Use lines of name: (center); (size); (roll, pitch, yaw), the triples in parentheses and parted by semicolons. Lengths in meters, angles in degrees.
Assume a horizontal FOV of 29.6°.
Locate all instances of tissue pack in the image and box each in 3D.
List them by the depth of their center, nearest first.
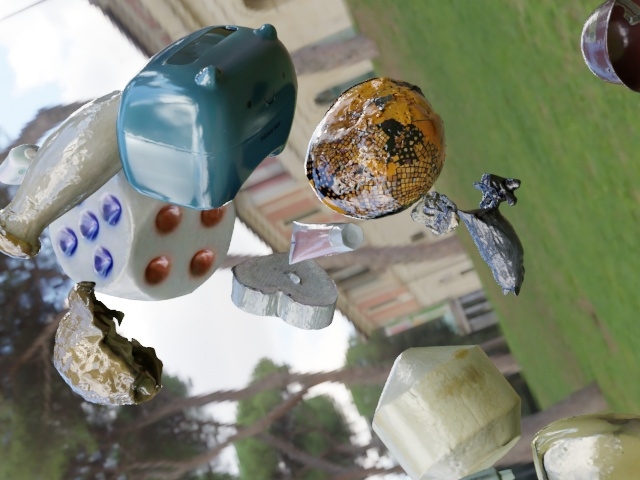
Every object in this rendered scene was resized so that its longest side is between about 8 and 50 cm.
tissue pack: (-0.157, -0.193, 1.722); (0.287, 0.198, 0.206); (-46, -35, -53)

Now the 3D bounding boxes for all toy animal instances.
toy animal: (0.294, -0.005, 2.086); (0.121, 0.117, 0.210); (147, 119, -77)

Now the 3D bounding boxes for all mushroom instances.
mushroom: (-0.420, -0.115, 2.021); (0.128, 0.350, 0.128); (42, -176, -4)

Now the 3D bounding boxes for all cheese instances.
cheese: (0.538, 0.419, 2.134); (0.128, 0.316, 0.259); (43, -148, -69)

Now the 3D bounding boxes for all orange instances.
orange: (0.085, -0.138, 1.871); (0.182, 0.234, 0.234); (51, -162, -39)

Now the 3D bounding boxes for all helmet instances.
helmet: (0.478, -0.312, 1.955); (0.155, 0.106, 0.175); (12, -104, -35)

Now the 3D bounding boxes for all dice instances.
dice: (-0.337, -0.040, 2.292); (0.259, 0.243, 0.251); (-12, -57, -49)

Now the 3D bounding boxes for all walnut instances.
walnut: (-0.366, 0.194, 2.003); (0.238, 0.141, 0.204); (56, -179, -29)

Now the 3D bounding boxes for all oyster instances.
oyster: (0.157, -0.037, 1.627); (0.083, 0.054, 0.019); (35, -177, 40)

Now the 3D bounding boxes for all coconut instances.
coconut: (0.259, 0.365, 2.576); (0.323, 0.323, 0.323); (-22, -90, -81)

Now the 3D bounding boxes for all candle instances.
candle: (-0.057, 0.079, 2.122); (0.168, 0.192, 0.068); (-60, -15, -57)

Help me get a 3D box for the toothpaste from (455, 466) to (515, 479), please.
toothpaste: (0.205, 0.405, 1.934); (0.064, 0.218, 0.041); (77, 175, -56)

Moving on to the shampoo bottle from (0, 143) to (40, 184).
shampoo bottle: (-0.531, -0.138, 2.170); (0.099, 0.072, 0.043); (-36, 67, 53)

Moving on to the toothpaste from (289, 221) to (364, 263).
toothpaste: (0.000, 0.000, 1.795); (0.194, 0.043, 0.067); (-5, 79, 62)
